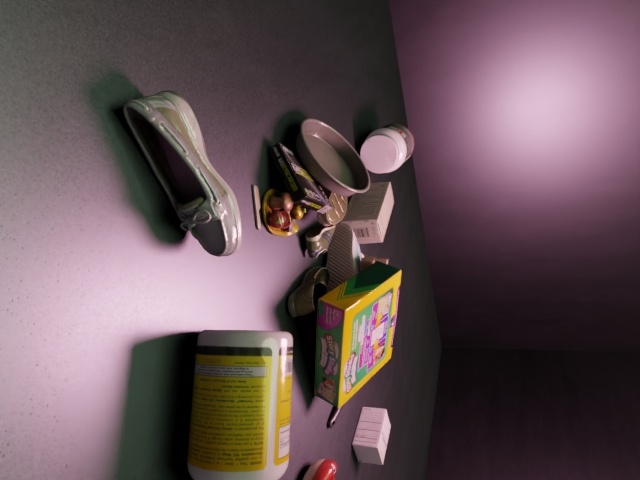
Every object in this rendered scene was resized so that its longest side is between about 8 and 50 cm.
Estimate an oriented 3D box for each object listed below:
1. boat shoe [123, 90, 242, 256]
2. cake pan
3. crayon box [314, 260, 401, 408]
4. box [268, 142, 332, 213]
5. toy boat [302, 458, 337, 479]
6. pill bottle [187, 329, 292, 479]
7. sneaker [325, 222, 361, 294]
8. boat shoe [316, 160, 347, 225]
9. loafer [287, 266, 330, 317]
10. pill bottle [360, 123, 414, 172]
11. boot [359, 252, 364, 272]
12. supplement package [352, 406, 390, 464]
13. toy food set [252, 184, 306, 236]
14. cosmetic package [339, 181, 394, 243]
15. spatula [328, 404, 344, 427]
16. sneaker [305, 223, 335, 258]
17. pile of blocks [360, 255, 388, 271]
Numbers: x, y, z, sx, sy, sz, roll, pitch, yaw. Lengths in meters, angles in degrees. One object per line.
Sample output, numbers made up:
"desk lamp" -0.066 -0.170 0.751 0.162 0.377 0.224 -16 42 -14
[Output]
"boat shoe" -0.245 -0.105 0.775 0.103 0.118 0.320 -46 124 -53
"cake pan" 0.036 -0.255 1.340 0.293 0.054 0.293 32 37 -27
"crayon box" 0.119 0.288 1.345 0.313 0.106 0.362 -25 126 -45
"box" -0.054 -0.175 1.230 0.184 0.045 0.191 65 19 16
"toy boat" 0.030 0.749 1.208 0.151 0.151 0.230 8 79 -67
"pill bottle" -0.151 0.341 0.810 0.188 0.188 0.333 29 59 -63
"sneaker" 0.090 0.123 1.493 0.150 0.135 0.365 51 41 -48
"boat shoe" 0.029 -0.155 1.436 0.302 0.103 0.113 -70 144 -45
"loafer" -0.014 0.156 1.297 0.251 0.088 0.094 -51 132 -58
"pill bottle" 0.321 -0.441 2.045 0.363 0.210 0.210 -43 125 -62
"boot" 0.160 0.148 1.721 0.176 0.089 0.244 -34 125 -65
"supplement package" 0.204 0.765 1.677 0.179 0.105 0.105 -58 139 -54
"toy food set" -0.097 -0.080 1.166 0.218 0.071 0.128 7 79 -67
"cosmetic package" 0.200 -0.119 1.768 0.309 0.160 0.113 -62 142 -50
"spatula" 0.083 0.551 1.529 0.296 0.030 0.084 -52 132 -57
"sneaker" 0.000 0.000 1.402 0.192 0.064 0.086 -38 128 -63
"pile of blocks" 0.213 0.178 1.554 0.362 0.113 0.148 70 31 -59
